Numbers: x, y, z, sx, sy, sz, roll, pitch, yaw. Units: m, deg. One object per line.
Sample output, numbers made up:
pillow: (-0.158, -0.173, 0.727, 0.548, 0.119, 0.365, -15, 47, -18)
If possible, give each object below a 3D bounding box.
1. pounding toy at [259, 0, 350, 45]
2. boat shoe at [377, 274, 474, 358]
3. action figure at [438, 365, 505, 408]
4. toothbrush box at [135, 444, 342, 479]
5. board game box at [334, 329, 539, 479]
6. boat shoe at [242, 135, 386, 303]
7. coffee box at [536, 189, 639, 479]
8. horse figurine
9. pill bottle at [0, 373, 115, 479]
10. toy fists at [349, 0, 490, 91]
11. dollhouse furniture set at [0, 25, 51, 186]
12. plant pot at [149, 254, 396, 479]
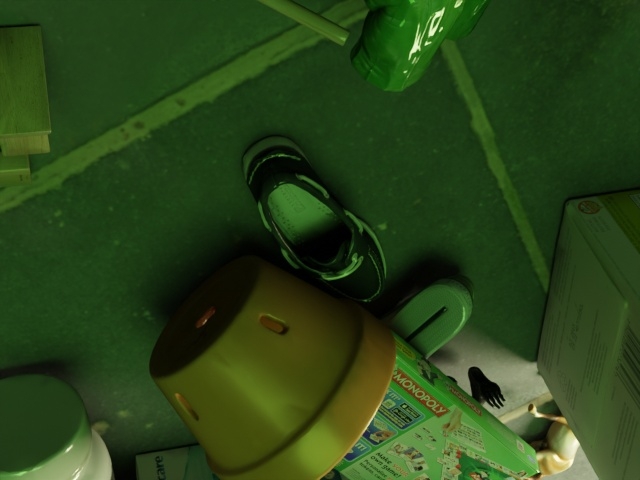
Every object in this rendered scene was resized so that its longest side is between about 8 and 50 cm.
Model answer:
pounding toy: (-0.014, -0.339, 1.080, 0.183, 0.110, 0.237, 19, 108, -8)
boat shoe: (0.103, 0.154, 1.521, 0.302, 0.109, 0.094, -37, 174, 26)
action figure: (0.171, 0.324, 1.651, 0.164, 0.141, 0.276, 11, 122, -14)
toothbrush box: (-0.122, 0.417, 1.640, 0.295, 0.126, 0.216, -9, 130, -11)
board game box: (0.123, 0.276, 1.502, 0.213, 0.046, 0.317, -36, 119, 25)
boat shoe: (0.000, 0.000, 1.368, 0.114, 0.091, 0.302, -35, 129, 12)
coffee box: (0.537, 0.150, 1.497, 0.334, 0.338, 0.338, -9, 130, -11)
horse figurine: (0.381, 0.322, 1.766, 0.174, 0.066, 0.263, 22, 116, -24)
pill bottle: (-0.376, 0.366, 1.468, 0.204, 0.204, 0.361, -11, 130, -9)
toy fists: (0.123, -0.270, 1.108, 0.096, 0.279, 0.142, 37, 133, 8)
dollhouse furniture set: (-0.371, -0.141, 1.182, 0.144, 0.123, 0.151, -6, 164, -13)
plant pot: (-0.076, 0.155, 1.368, 0.291, 0.291, 0.203, -40, 111, 15)
